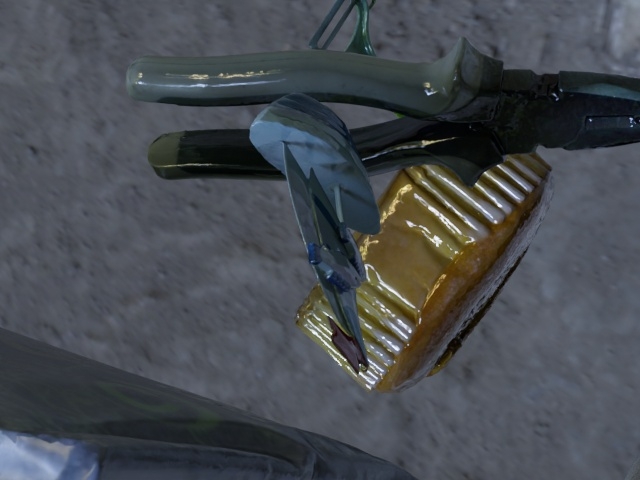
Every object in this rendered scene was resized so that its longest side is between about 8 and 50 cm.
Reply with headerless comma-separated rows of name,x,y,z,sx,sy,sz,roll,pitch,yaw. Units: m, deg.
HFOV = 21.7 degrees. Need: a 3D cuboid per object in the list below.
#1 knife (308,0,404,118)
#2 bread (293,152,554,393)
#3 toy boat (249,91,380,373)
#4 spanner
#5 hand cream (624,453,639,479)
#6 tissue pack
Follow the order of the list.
knife,0.060,-0.106,1.193,0.166,0.022,0.078,42,71,-25
bread,0.110,0.016,1.642,0.156,0.204,0.288,38,87,5
toy boat,-0.005,-0.011,0.786,0.034,0.149,0.105,-22,119,24
spanner,0.050,-0.070,0.949,0.324,0.040,0.096,0,138,13
hand cream,0.231,0.191,1.170,0.059,0.276,0.095,23,103,16
tissue pack,-0.183,0.097,0.788,0.288,0.394,0.124,19,87,-61
